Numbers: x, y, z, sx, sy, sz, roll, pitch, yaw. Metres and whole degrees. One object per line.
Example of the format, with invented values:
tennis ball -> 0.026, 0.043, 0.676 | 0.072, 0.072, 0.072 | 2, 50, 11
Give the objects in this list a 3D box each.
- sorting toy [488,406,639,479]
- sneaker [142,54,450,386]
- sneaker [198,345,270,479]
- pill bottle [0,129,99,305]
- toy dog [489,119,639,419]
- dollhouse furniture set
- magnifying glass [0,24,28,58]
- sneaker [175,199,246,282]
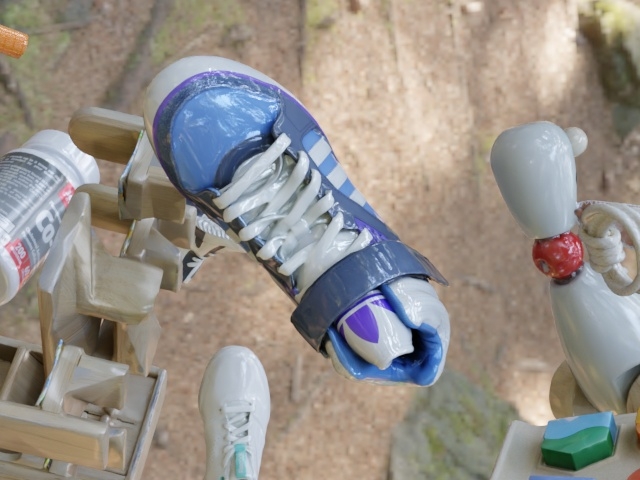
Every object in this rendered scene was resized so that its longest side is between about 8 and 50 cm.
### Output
sorting toy -> 0.231, 0.177, 0.953 | 0.193, 0.208, 0.038 | -50, 129, -60
sneaker -> 0.000, 0.001, 1.039 | 0.130, 0.236, 0.323 | -40, 131, 2
sneaker -> -0.088, 0.220, 1.310 | 0.080, 0.094, 0.212 | 4, 93, -13
pill bottle -> -0.472, -0.042, 1.942 | 0.283, 0.161, 0.161 | -58, 135, -45
toy dog -> 0.279, 0.038, 1.123 | 0.161, 0.220, 0.334 | -31, 128, -23
dollhouse furniture set -> -0.299, 0.105, 1.316 | 0.394, 0.256, 0.362 | 103, 0, -54
magnifying glass -> -0.373, -0.209, 1.097 | 0.231, 0.092, 0.026 | 16, 74, -27
sneaker -> -0.175, 0.007, 1.910 | 0.153, 0.235, 0.094 | 82, 25, -45
